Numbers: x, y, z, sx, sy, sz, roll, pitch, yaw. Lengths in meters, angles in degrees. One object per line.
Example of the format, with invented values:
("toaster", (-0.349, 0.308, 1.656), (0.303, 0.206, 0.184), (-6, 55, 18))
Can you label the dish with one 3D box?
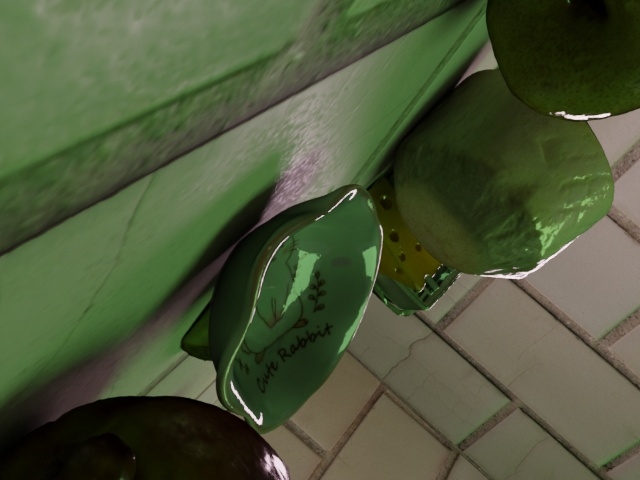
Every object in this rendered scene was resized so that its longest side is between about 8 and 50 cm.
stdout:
("dish", (-0.035, 0.047, 0.637), (0.229, 0.081, 0.229), (-43, 147, -38))

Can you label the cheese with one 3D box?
("cheese", (0.114, 0.006, 1.202), (0.093, 0.171, 0.126), (-43, 172, -45))

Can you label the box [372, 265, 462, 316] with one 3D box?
("box", (0.191, -0.011, 1.463), (0.290, 0.220, 0.166), (-47, -164, -16))

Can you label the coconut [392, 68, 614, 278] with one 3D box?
("coconut", (0.275, -0.108, 1.103), (0.329, 0.329, 0.329), (-48, 175, -6))

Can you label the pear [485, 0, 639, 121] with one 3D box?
("pear", (0.256, -0.215, 0.639), (0.211, 0.188, 0.228), (-39, 168, -44))

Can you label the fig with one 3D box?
("fig", (-0.121, 0.208, 0.504), (0.224, 0.224, 0.263), (-49, 134, 5))

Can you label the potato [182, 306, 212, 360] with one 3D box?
("potato", (-0.081, 0.075, 0.773), (0.119, 0.054, 0.198), (-38, 169, -49))

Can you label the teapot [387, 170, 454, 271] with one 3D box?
("teapot", (0.196, -0.064, 1.300), (0.159, 0.159, 0.231), (119, -22, -68))
